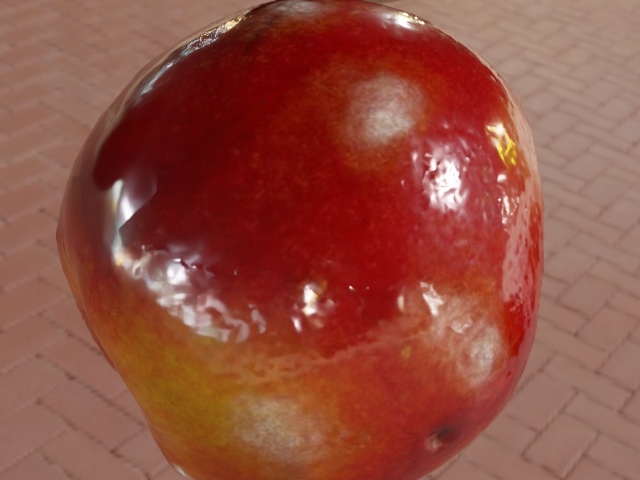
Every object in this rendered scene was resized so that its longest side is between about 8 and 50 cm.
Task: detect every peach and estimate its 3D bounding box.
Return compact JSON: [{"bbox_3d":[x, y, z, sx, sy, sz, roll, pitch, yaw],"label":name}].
[{"bbox_3d":[0.000,0.000,0.570,0.244,0.199,0.243,0,74,2],"label":"peach"}]

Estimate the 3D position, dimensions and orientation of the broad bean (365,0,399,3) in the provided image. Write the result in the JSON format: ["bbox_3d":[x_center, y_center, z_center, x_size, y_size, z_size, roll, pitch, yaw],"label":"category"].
[{"bbox_3d":[0.018,-0.271,0.792,0.238,0.119,0.291,46,45,-14],"label":"broad bean"}]
